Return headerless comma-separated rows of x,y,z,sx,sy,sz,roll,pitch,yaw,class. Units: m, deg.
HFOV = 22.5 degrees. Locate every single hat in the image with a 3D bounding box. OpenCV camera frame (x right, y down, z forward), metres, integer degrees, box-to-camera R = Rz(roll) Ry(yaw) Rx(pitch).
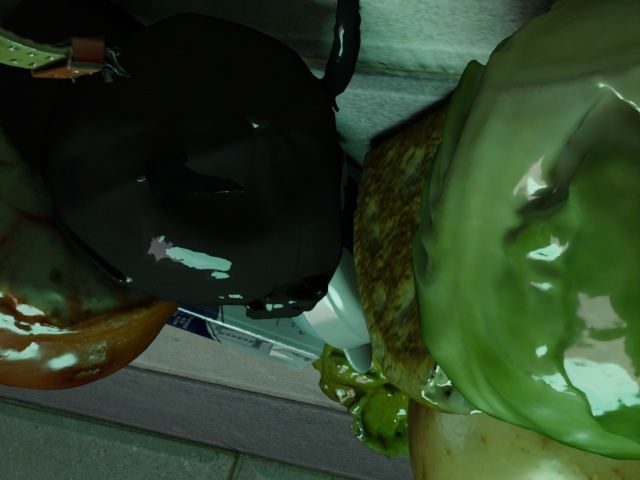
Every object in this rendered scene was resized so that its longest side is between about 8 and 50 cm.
-0.097,-0.111,1.199,0.336,0.238,0.209,50,141,16,hat

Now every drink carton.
-0.090,0.046,1.818,0.222,0.134,0.102,20,162,-8,drink carton

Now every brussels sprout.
0.203,-0.010,1.063,0.281,0.289,0.355,20,145,34,brussels sprout

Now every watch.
-0.173,-0.187,1.079,0.268,0.165,0.102,31,156,-34,watch

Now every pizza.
0.087,0.025,1.340,0.087,0.258,0.268,18,165,-20,pizza

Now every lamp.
-0.003,0.000,1.502,0.108,0.179,0.246,-15,133,18,lamp

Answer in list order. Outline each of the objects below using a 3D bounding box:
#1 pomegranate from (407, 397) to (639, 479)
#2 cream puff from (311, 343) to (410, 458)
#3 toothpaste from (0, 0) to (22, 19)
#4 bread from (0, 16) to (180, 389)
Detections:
0.272,0.174,1.407,0.411,0.411,0.411,17,164,5,pomegranate
0.110,0.172,1.935,0.282,0.185,0.282,18,168,4,cream puff
-0.280,-0.193,1.377,0.194,0.067,0.043,29,-168,-40,toothpaste
-0.234,-0.034,1.286,0.295,0.328,0.114,18,129,-26,bread
